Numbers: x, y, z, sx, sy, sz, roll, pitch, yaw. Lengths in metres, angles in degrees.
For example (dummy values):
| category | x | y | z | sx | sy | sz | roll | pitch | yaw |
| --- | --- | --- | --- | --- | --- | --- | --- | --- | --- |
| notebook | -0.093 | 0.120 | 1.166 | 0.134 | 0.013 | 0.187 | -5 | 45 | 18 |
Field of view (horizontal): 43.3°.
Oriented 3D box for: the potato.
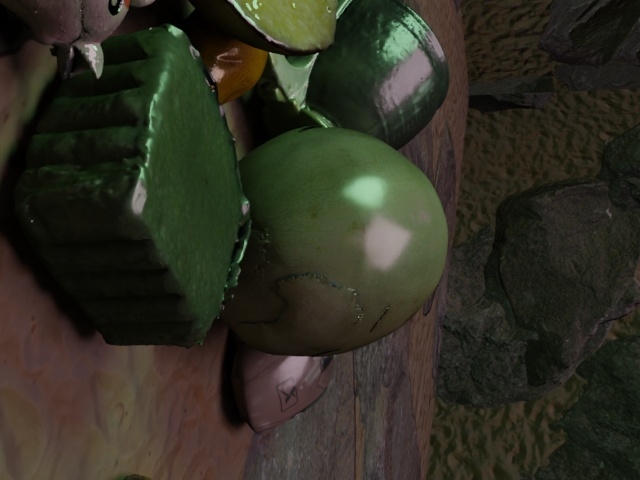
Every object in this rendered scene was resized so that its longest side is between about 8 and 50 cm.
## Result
| category | x | y | z | sx | sy | sz | roll | pitch | yaw |
| --- | --- | --- | --- | --- | --- | --- | --- | --- | --- |
| potato | -0.106 | -0.299 | 0.788 | 0.239 | 0.115 | 0.299 | -31 | 96 | -60 |

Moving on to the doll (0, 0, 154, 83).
| category | x | y | z | sx | sy | sz | roll | pitch | yaw |
| --- | --- | --- | --- | --- | --- | --- | --- | --- | --- |
| doll | -0.186 | -0.221 | 0.609 | 0.192 | 0.095 | 0.149 | -71 | 149 | -43 |

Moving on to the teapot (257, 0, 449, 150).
| category | x | y | z | sx | sy | sz | roll | pitch | yaw |
| --- | --- | --- | --- | --- | --- | --- | --- | --- | --- |
| teapot | 0.031 | -0.218 | 1.090 | 0.239 | 0.239 | 0.322 | -53 | 166 | -28 |

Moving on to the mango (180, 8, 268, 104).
| category | x | y | z | sx | sy | sz | roll | pitch | yaw |
| --- | --- | --- | --- | --- | --- | --- | --- | --- | --- |
| mango | -0.113 | -0.203 | 0.877 | 0.165 | 0.089 | 0.115 | -50 | 147 | -60 |

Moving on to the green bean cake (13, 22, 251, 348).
| category | x | y | z | sx | sy | sz | roll | pitch | yaw |
| --- | --- | --- | --- | --- | --- | --- | --- | --- | --- |
| green bean cake | -0.147 | -0.043 | 0.699 | 0.223 | 0.124 | 0.227 | 68 | 25 | -47 |

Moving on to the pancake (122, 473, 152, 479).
| category | x | y | z | sx | sy | sz | roll | pitch | yaw |
| --- | --- | --- | --- | --- | --- | --- | --- | --- | --- |
| pancake | -0.186 | 0.314 | 0.759 | 0.184 | 0.020 | 0.191 | -64 | 149 | -56 |

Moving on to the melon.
| category | x | y | z | sx | sy | sz | roll | pitch | yaw |
| --- | --- | --- | --- | --- | --- | --- | --- | --- | --- |
| melon | 0.000 | 0.000 | 0.939 | 0.330 | 0.268 | 0.269 | -9 | 100 | -48 |

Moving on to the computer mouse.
| category | x | y | z | sx | sy | sz | roll | pitch | yaw |
| --- | --- | --- | --- | --- | --- | --- | --- | --- | --- |
| computer mouse | -0.022 | 0.121 | 1.148 | 0.389 | 0.114 | 0.200 | -63 | 152 | -55 |
